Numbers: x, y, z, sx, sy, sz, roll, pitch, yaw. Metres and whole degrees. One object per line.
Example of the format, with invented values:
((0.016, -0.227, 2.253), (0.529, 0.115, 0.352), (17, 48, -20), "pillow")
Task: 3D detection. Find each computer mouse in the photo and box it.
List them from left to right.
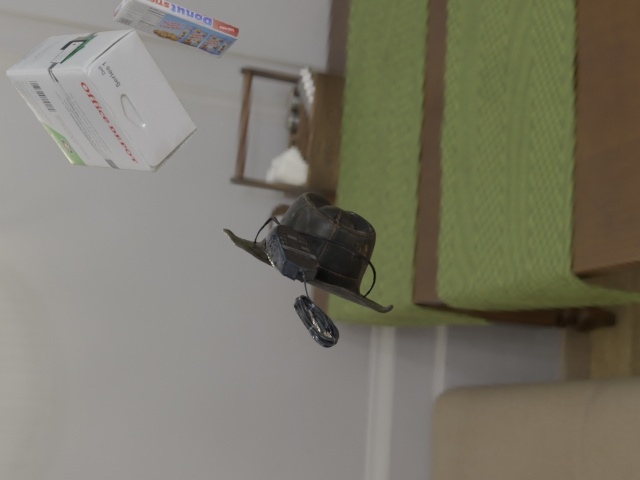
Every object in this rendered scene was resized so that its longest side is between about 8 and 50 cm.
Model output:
((-0.029, 0.064, 1.449), (0.041, 0.071, 0.242), (-52, 35, 24), "computer mouse")

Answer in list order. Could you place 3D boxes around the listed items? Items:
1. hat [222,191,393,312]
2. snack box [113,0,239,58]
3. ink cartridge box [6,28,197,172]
((0.000, 0.000, 1.684), (0.133, 0.331, 0.331), (-66, 22, 1), "hat")
((-0.215, -0.324, 1.588), (0.064, 0.178, 0.022), (-35, 47, 48), "snack box")
((-0.281, -0.178, 1.354), (0.219, 0.160, 0.092), (9, 49, 48), "ink cartridge box")
